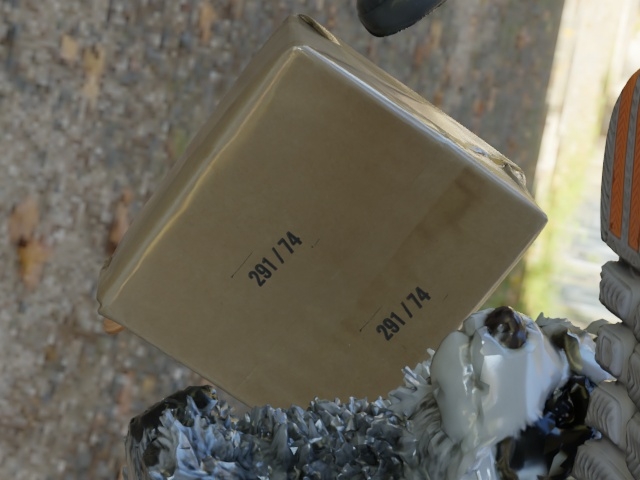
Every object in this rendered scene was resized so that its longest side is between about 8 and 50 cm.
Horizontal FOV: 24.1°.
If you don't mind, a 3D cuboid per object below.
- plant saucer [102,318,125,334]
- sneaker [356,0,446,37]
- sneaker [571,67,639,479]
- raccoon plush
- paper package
[{"bbox_3d":[-0.263,0.094,2.038,0.013,0.083,0.083,51,39,-23],"label":"plant saucer"},{"bbox_3d":[0.053,-0.229,0.836,0.086,0.132,0.229,-13,-140,59],"label":"sneaker"},{"bbox_3d":[0.202,0.085,0.595,0.124,0.180,0.321,-115,-153,-70],"label":"sneaker"},{"bbox_3d":[0.049,0.204,0.883,0.446,0.299,0.216,100,-25,-54],"label":"raccoon plush"},{"bbox_3d":[0.000,0.000,1.440,0.325,0.309,0.168,-53,-168,14],"label":"paper package"}]
